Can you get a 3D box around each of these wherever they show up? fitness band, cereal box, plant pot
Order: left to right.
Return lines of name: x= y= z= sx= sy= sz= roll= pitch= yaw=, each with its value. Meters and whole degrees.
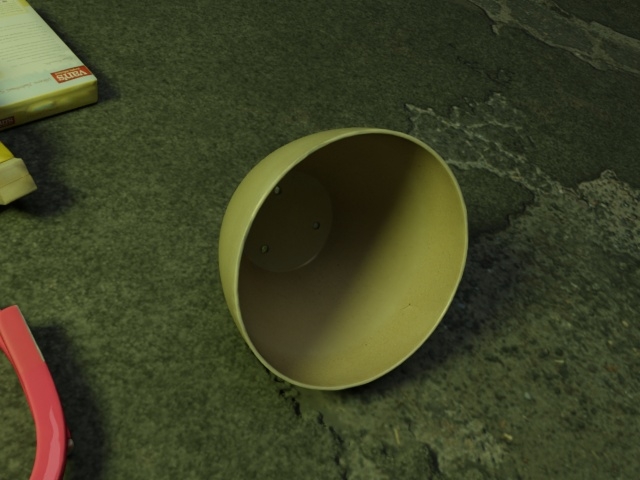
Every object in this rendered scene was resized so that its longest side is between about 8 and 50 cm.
fitness band: x=-0.356 y=0.166 z=0.558 sx=0.209 sy=0.054 sz=0.291 roll=-21 pitch=61 yaw=-29
cereal box: x=-0.460 y=-0.263 z=0.872 sx=0.173 sy=0.047 sz=0.240 roll=-30 pitch=67 yaw=-35
plant pot: x=0.000 y=0.000 z=0.707 sx=0.284 sy=0.284 sz=0.191 roll=-10 pitch=22 yaw=-27

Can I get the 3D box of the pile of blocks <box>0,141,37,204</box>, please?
pile of blocks: x=-0.495 y=-0.160 z=0.708 sx=0.362 sy=0.149 sz=0.113 roll=39 pitch=50 yaw=13
